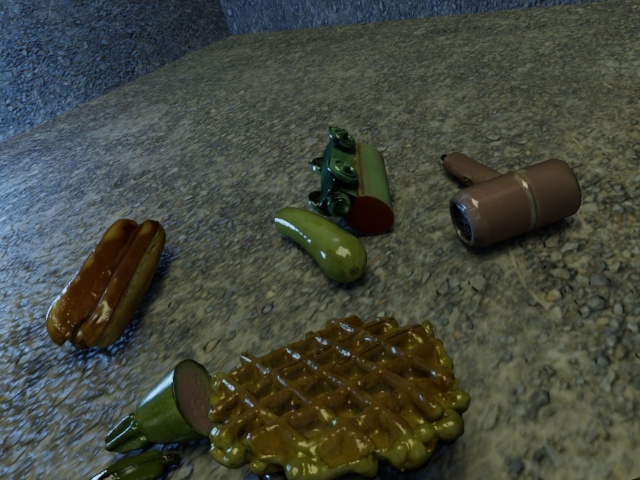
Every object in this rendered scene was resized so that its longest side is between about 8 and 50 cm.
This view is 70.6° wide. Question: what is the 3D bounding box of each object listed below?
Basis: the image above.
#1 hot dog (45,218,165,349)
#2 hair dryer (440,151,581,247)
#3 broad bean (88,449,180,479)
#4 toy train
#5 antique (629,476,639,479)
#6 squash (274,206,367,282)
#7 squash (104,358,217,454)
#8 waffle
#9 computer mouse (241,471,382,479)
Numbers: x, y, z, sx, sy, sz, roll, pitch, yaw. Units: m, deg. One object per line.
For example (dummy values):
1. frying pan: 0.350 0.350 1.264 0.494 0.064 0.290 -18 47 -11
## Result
1. hot dog: -0.382 0.069 0.857 0.135 0.100 0.337 -2 38 4
2. hair dryer: 0.296 -0.108 0.864 0.189 0.107 0.344 -20 26 -3
3. broad bean: -0.265 0.306 0.520 0.213 0.070 0.048 -27 43 -30
4. toy train: 0.071 -0.125 0.923 0.177 0.116 0.285 24 32 -14
5. antique: 0.281 0.255 0.362 0.310 0.087 0.093 -18 34 -2
6. squash: 0.000 0.000 0.822 0.083 0.083 0.250 -29 35 -18
7. squash: -0.210 0.232 0.592 0.132 0.105 0.105 -30 34 9
8. waffle: 0.017 0.166 0.531 0.300 0.058 0.281 -10 15 -9
9. computer mouse: 0.006 0.293 0.387 0.184 0.121 0.297 -28 38 -15
